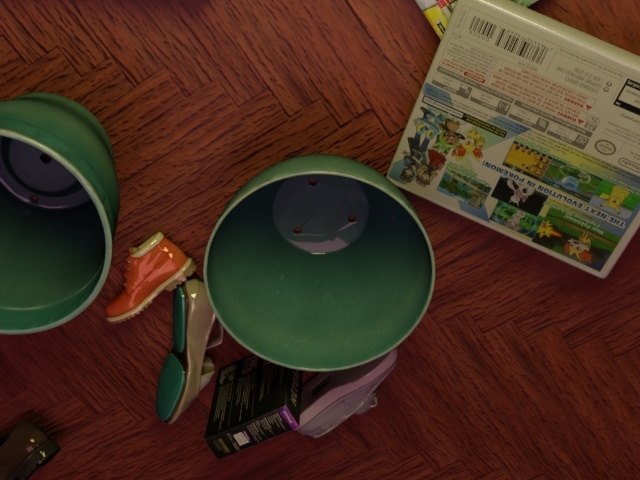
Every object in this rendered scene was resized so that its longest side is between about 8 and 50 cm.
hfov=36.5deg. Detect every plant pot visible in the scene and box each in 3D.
[{"bbox_3d":[-0.375,-0.062,1.236,0.271,0.255,0.272,1,118,1],"label":"plant pot"},{"bbox_3d":[0.000,0.000,1.298,0.290,0.195,0.290,0,119,1],"label":"plant pot"}]

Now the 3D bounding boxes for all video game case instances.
[{"bbox_3d":[0.279,-0.129,1.235,0.329,0.036,0.300,25,130,5],"label":"video game case"}]

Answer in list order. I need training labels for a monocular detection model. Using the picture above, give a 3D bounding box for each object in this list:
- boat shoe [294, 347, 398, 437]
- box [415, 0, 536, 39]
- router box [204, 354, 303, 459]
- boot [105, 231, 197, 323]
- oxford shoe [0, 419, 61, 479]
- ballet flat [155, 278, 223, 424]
[{"bbox_3d":[0.044,0.230,1.495,0.227,0.079,0.081,-39,120,24],"label":"boat shoe"},{"bbox_3d":[0.166,-0.366,1.186,0.159,0.044,0.233,-31,114,16],"label":"box"},{"bbox_3d":[-0.095,0.230,1.431,0.133,0.179,0.046,-24,113,13],"label":"router box"},{"bbox_3d":[-0.266,0.054,1.413,0.158,0.059,0.085,-38,109,10],"label":"boot"},{"bbox_3d":[-0.518,0.364,1.577,0.227,0.083,0.096,-43,87,22],"label":"oxford shoe"},{"bbox_3d":[-0.190,0.171,1.463,0.086,0.086,0.248,11,116,-5],"label":"ballet flat"}]
